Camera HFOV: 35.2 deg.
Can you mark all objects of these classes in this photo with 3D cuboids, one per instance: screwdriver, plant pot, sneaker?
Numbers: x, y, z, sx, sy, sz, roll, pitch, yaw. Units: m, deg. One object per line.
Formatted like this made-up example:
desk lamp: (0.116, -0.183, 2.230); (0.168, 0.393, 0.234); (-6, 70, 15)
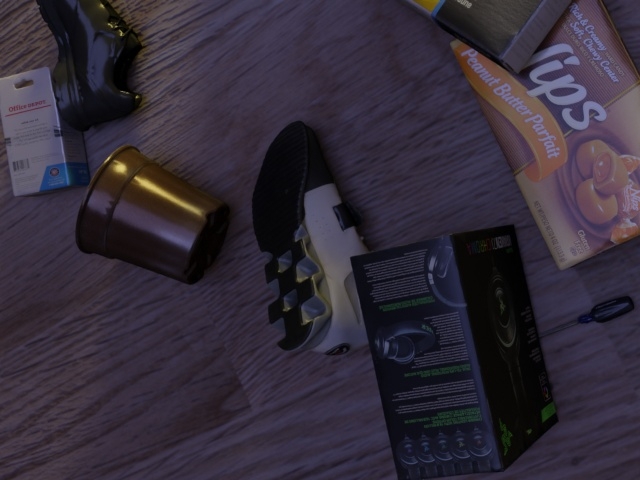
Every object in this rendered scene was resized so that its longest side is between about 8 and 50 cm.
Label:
screwdriver: (0.315, 0.105, 1.281); (0.170, 0.024, 0.025); (-20, 56, 27)
plant pot: (-0.227, -0.025, 1.411); (0.165, 0.167, 0.166); (25, 101, 11)
sneaker: (-0.329, -0.309, 1.471); (0.130, 0.109, 0.286); (-9, 99, 15)
sneaker: (0.000, 0.000, 1.355); (0.122, 0.146, 0.330); (-30, 57, 45)

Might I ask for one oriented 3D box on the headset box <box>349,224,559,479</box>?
headset box: (0.169, 0.135, 1.209); (0.131, 0.246, 0.282); (-13, 87, 27)

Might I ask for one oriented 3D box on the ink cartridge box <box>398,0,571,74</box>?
ink cartridge box: (0.206, -0.403, 1.217); (0.304, 0.072, 0.307); (40, 100, 30)

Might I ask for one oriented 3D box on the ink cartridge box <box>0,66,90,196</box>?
ink cartridge box: (-0.418, -0.162, 1.523); (0.104, 0.060, 0.180); (-9, 89, 22)

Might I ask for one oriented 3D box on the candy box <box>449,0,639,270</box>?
candy box: (0.311, -0.144, 1.231); (0.183, 0.087, 0.316); (-27, 82, 20)
